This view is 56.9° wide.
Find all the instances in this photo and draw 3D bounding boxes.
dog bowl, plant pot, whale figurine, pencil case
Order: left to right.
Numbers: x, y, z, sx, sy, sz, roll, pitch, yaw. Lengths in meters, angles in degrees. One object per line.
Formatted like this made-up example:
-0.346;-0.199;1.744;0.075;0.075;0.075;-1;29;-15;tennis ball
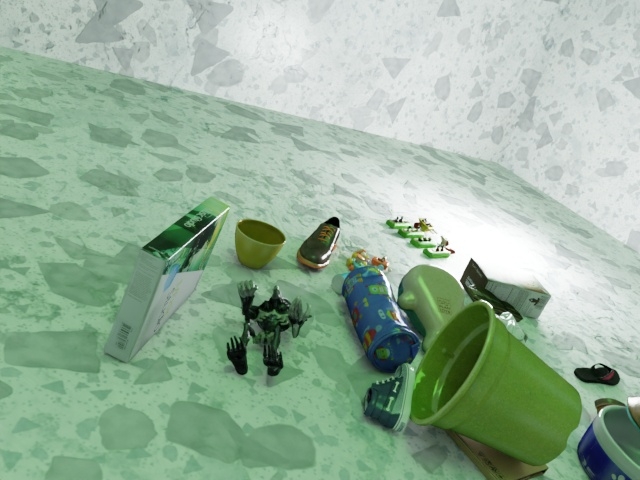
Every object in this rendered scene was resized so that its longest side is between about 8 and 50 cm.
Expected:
-0.168;0.017;1.538;0.134;0.095;0.134;19;23;-8;plant pot
0.144;0.183;1.420;0.133;0.119;0.306;-2;29;-12;pencil case
0.289;0.196;1.553;0.216;0.141;0.272;14;49;-18;whale figurine
0.353;0.302;1.165;0.254;0.276;0.276;33;23;-4;plant pot
0.703;0.487;1.275;0.265;0.104;0.265;19;24;-9;dog bowl

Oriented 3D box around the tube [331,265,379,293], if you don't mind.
0.115;0.113;1.645;0.207;0.052;0.080;-3;62;-49;tube

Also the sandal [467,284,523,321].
0.527;0.206;1.802;0.219;0.060;0.090;26;25;-30;sandal

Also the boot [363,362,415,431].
0.142;0.305;1.218;0.086;0.069;0.190;25;25;0;boot

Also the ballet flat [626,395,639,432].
0.723;0.393;1.204;0.116;0.124;0.342;26;23;8;ballet flat

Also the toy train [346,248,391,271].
0.149;0.065;1.777;0.125;0.046;0.166;28;23;15;toy train

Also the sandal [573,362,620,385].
0.796;0.376;1.678;0.179;0.040;0.067;8;27;-31;sandal

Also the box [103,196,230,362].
-0.290;0.063;1.159;0.058;0.232;0.322;27;24;0;box

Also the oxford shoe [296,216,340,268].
0.000;0.000;1.719;0.097;0.098;0.271;23;23;3;oxford shoe

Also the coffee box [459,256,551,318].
0.595;0.154;1.910;0.246;0.098;0.141;15;24;-17;coffee box

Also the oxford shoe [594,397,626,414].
0.775;0.460;1.469;0.212;0.076;0.076;19;53;-13;oxford shoe

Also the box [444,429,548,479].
0.350;0.416;1.224;0.164;0.021;0.201;3;29;-38;box

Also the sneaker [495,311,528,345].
0.503;0.261;1.615;0.232;0.090;0.115;-6;39;-47;sneaker

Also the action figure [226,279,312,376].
-0.102;0.160;1.235;0.164;0.141;0.276;10;25;2;action figure

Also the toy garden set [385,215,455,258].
0.394;-0.022;2.177;0.204;0.049;0.244;-1;32;-42;toy garden set
